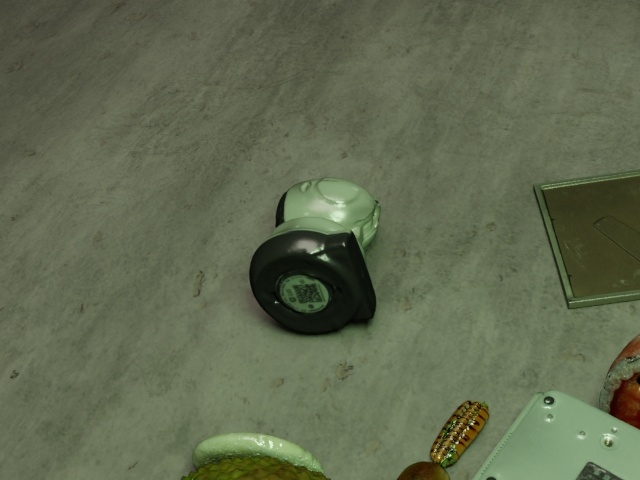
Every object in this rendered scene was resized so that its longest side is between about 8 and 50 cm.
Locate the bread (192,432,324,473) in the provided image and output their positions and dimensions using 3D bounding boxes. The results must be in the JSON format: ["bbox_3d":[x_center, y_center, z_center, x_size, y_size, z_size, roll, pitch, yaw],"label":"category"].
[{"bbox_3d":[-0.099,0.307,1.154,0.192,0.112,0.036,-3,49,13],"label":"bread"}]

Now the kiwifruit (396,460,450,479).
[{"bbox_3d":[0.124,0.346,1.083,0.075,0.075,0.124,21,58,32],"label":"kiwifruit"}]

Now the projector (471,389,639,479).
[{"bbox_3d":[0.337,0.320,1.023,0.250,0.108,0.198,25,55,35],"label":"projector"}]

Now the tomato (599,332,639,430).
[{"bbox_3d":[0.495,0.194,1.088,0.214,0.181,0.155,20,35,22],"label":"tomato"}]

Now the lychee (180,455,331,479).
[{"bbox_3d":[-0.062,0.383,0.962,0.270,0.270,0.320,-28,53,-13],"label":"lychee"}]

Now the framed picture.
[{"bbox_3d":[0.491,-0.011,1.385,0.213,0.016,0.289,-8,44,7],"label":"framed picture"}]

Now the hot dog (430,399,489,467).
[{"bbox_3d":[0.196,0.270,1.165,0.049,0.037,0.122,20,52,35],"label":"hot dog"}]

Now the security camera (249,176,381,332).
[{"bbox_3d":[0.000,0.000,1.393,0.191,0.197,0.277,-8,37,21],"label":"security camera"}]
